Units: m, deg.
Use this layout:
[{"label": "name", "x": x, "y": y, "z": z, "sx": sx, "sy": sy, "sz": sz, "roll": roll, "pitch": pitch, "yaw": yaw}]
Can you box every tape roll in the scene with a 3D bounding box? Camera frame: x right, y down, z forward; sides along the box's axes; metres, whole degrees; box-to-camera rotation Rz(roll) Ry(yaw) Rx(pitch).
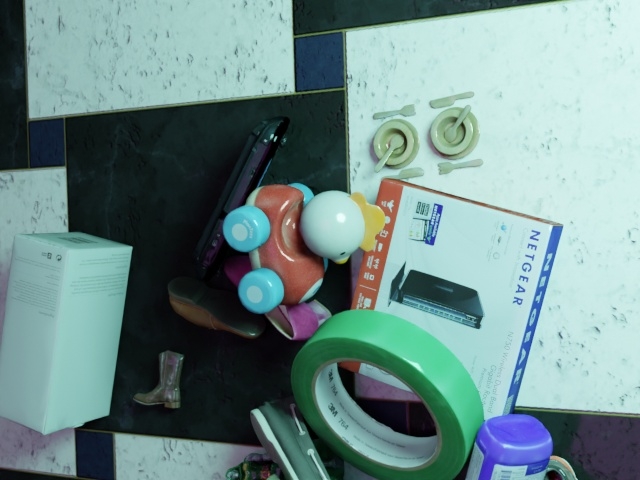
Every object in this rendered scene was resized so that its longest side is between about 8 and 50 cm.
[{"label": "tape roll", "x": 0.105, "y": 0.262, "z": 1.558, "sx": 0.321, "sy": 0.077, "sz": 0.321, "roll": 21, "pitch": 134, "yaw": 23}]

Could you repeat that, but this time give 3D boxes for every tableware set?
[{"label": "tableware set", "x": 0.174, "y": -0.174, "z": 1.617, "sx": 0.194, "sy": 0.039, "sz": 0.128, "roll": -9, "pitch": 88, "yaw": 27}]

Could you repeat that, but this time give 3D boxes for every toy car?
[{"label": "toy car", "x": 0.000, "y": 0.000, "z": 1.594, "sx": 0.237, "sy": 0.219, "sz": 0.210, "roll": -7, "pitch": 101, "yaw": 28}]

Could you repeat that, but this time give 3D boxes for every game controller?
[{"label": "game controller", "x": -0.137, "y": -0.078, "z": 1.715, "sx": 0.067, "sy": 0.166, "sz": 0.319, "roll": 29, "pitch": 105, "yaw": 5}]

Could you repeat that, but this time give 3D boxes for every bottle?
[{"label": "bottle", "x": 0.284, "y": 0.412, "z": 1.518, "sx": 0.092, "sy": 0.118, "sz": 0.283, "roll": -124, "pitch": 36, "yaw": -56}]

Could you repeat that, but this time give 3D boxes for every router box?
[{"label": "router box", "x": 0.210, "y": 0.093, "z": 1.582, "sx": 0.301, "sy": 0.082, "sz": 0.336, "roll": 16, "pitch": 99, "yaw": 26}]

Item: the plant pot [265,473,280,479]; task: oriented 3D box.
[{"label": "plant pot", "x": -0.102, "y": 0.591, "z": 1.546, "sx": 0.280, "sy": 0.323, "sz": 0.323, "roll": 46, "pitch": 111, "yaw": 10}]

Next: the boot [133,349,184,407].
[{"label": "boot", "x": -0.321, "y": 0.269, "z": 1.888, "sx": 0.106, "sy": 0.037, "sz": 0.114, "roll": 4, "pitch": 97, "yaw": 14}]

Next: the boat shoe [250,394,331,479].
[{"label": "boat shoe", "x": -0.009, "y": 0.400, "z": 1.624, "sx": 0.095, "sy": 0.112, "sz": 0.335, "roll": -25, "pitch": 54, "yaw": -16}]

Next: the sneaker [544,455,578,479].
[{"label": "sneaker", "x": 0.402, "y": 0.415, "z": 1.503, "sx": 0.158, "sy": 0.065, "sz": 0.061, "roll": 45, "pitch": 110, "yaw": 19}]

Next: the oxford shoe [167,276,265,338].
[{"label": "oxford shoe", "x": -0.195, "y": 0.141, "z": 1.814, "sx": 0.212, "sy": 0.076, "sz": 0.076, "roll": 24, "pitch": 132, "yaw": 22}]

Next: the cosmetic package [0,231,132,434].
[{"label": "cosmetic package", "x": -0.512, "y": 0.177, "z": 1.897, "sx": 0.155, "sy": 0.197, "sz": 0.366, "roll": 14, "pitch": 97, "yaw": 26}]

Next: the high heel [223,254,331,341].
[{"label": "high heel", "x": -0.102, "y": 0.104, "z": 1.722, "sx": 0.244, "sy": 0.117, "sz": 0.082, "roll": 36, "pitch": 116, "yaw": 20}]

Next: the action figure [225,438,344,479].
[{"label": "action figure", "x": -0.070, "y": 0.430, "z": 1.748, "sx": 0.232, "sy": 0.063, "sz": 0.137, "roll": -7, "pitch": 76, "yaw": 23}]
